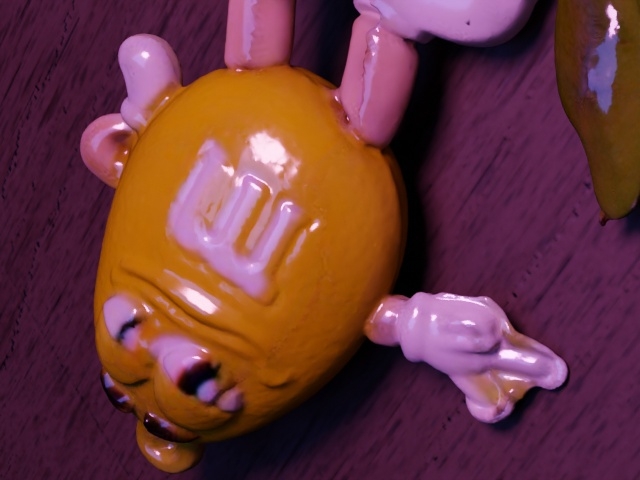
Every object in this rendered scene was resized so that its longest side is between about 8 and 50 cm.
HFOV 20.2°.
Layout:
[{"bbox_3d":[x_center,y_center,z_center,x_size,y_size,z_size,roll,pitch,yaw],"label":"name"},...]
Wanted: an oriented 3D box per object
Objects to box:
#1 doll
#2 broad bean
[{"bbox_3d":[-0.009,-0.036,1.202,0.348,0.161,0.423,-1,103,27],"label":"doll"},{"bbox_3d":[0.171,-0.169,1.066,0.075,0.067,0.325,4,100,34],"label":"broad bean"}]
